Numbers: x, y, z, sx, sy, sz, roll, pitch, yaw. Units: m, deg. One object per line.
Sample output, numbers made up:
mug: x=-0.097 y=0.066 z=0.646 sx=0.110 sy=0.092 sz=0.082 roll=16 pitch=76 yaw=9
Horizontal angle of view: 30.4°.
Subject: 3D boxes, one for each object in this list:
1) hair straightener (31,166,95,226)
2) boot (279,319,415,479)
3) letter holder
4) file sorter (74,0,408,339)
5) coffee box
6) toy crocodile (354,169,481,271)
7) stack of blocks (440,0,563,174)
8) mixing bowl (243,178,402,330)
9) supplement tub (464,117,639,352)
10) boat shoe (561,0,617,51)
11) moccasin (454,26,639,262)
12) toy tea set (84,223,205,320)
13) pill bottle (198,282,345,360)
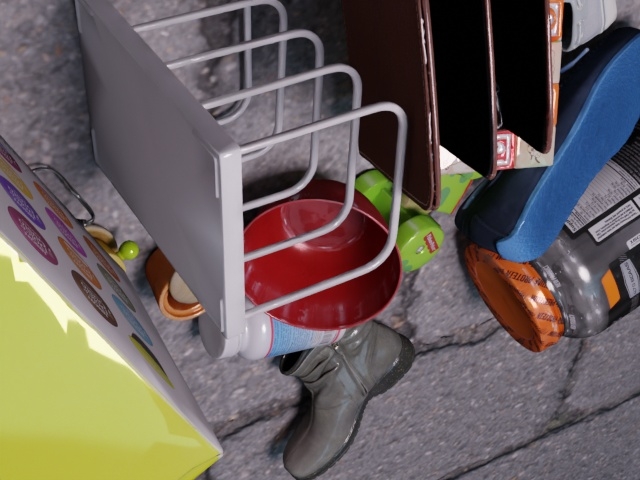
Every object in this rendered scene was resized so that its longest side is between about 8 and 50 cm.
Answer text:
hair straightener: x=-0.315 y=-0.025 z=1.070 sx=0.231 sy=0.047 sz=0.089 roll=-5 pitch=128 yaw=-29
boot: x=-0.003 y=0.184 z=1.504 sx=0.161 sy=0.083 sz=0.246 roll=34 pitch=96 yaw=-42
letter holder: x=0.114 y=-0.200 z=0.977 sx=0.152 sy=0.214 sz=0.301 roll=-12 pitch=111 yaw=-10
file sorter: x=-0.075 y=-0.095 z=1.023 sx=0.173 sy=0.277 sz=0.192 roll=-21 pitch=136 yaw=-24
coffee box: x=-0.336 y=0.087 z=0.873 sx=0.338 sy=0.334 sz=0.337 roll=-40 pitch=122 yaw=-2
toy crocodile: x=0.130 y=-0.076 z=1.333 sx=0.105 sy=0.115 sz=0.340 roll=8 pitch=122 yaw=-50
stack of blocks: x=0.140 y=-0.218 z=1.143 sx=0.171 sy=0.087 sz=0.297 roll=-5 pitch=111 yaw=-13
mixing bowl: x=0.000 y=0.000 z=1.285 sx=0.182 sy=0.098 sz=0.181 roll=2 pitch=129 yaw=3
supplement tub: x=0.367 y=-0.014 z=1.504 sx=0.338 sy=0.207 sz=0.207 roll=-33 pitch=140 yaw=-10
boat shoe: x=0.263 y=-0.285 z=1.274 sx=0.081 sy=0.079 sz=0.227 roll=-43 pitch=144 yaw=-4
moccasin: x=0.271 y=-0.133 z=1.374 sx=0.342 sy=0.117 sz=0.137 roll=-49 pitch=136 yaw=-24
toy tea set: x=-0.244 y=0.108 z=1.191 sx=0.336 sy=0.124 sz=0.200 roll=-38 pitch=140 yaw=-4
pill bottle: x=-0.055 y=0.089 z=1.355 sx=0.160 sy=0.087 sz=0.087 roll=-9 pitch=131 yaw=-33
